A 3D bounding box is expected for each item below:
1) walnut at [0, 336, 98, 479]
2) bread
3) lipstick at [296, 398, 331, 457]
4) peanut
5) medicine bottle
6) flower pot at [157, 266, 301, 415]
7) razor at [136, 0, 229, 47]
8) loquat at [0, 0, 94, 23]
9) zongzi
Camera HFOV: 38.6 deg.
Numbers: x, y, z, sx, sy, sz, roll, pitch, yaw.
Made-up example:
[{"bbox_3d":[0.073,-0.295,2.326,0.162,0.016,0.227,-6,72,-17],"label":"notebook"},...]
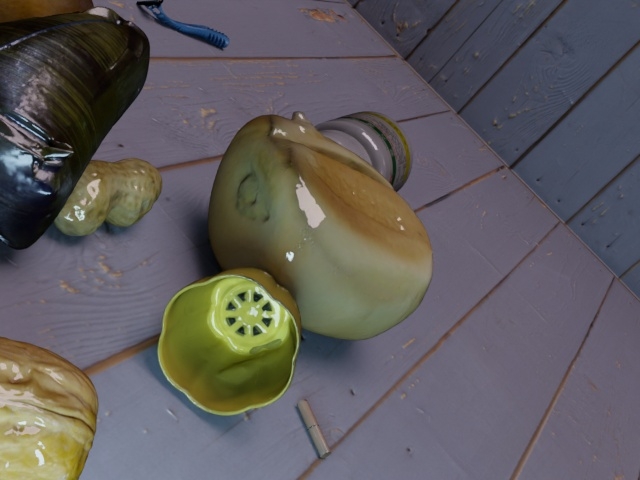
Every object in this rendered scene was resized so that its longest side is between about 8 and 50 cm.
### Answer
[{"bbox_3d":[-0.318,0.178,0.894,0.197,0.165,0.165,15,36,-32],"label":"walnut"},{"bbox_3d":[0.000,0.000,1.541,0.376,0.253,0.348,20,36,-40],"label":"bread"},{"bbox_3d":[-0.010,0.279,1.359,0.019,0.019,0.094,17,36,-45],"label":"lipstick"},{"bbox_3d":[-0.319,-0.069,1.360,0.103,0.098,0.229,47,26,13],"label":"peanut"},{"bbox_3d":[0.053,-0.156,1.929,0.208,0.208,0.340,46,24,6],"label":"medicine bottle"},{"bbox_3d":[-0.111,0.122,1.278,0.195,0.195,0.179,42,13,-3],"label":"flower pot"},{"bbox_3d":[-0.312,-0.506,2.146,0.082,0.042,0.253,9,-3,41],"label":"razor"},{"bbox_3d":[-0.473,-0.360,1.445,0.238,0.238,0.193,15,39,-46],"label":"loquat"},{"bbox_3d":[-0.479,-0.241,1.238,0.432,0.207,0.403,27,44,-5],"label":"zongzi"}]
